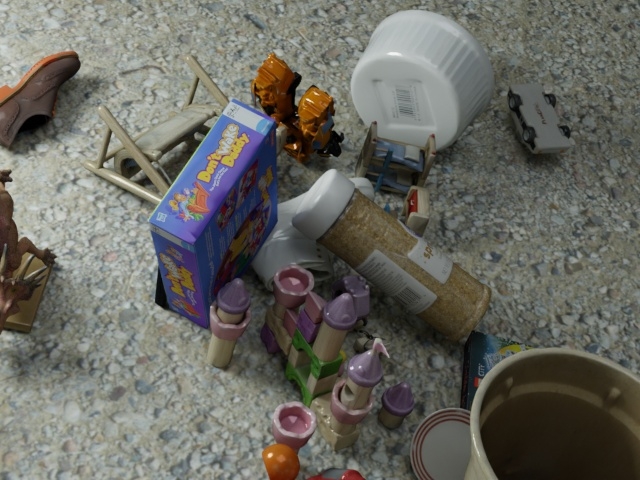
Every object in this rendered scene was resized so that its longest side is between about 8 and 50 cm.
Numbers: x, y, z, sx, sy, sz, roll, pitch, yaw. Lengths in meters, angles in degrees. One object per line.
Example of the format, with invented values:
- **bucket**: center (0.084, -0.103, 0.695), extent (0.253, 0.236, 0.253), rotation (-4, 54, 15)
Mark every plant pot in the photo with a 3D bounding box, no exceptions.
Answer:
- **plant pot**: center (0.326, 0.375, 1.639), extent (0.333, 0.305, 0.334), rotation (9, 45, -9)

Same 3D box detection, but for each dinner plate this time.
- **dinner plate**: center (0.209, 0.334, 1.812), extent (0.141, 0.017, 0.141), rotation (1, 77, -5)

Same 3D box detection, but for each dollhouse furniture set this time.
- **dollhouse furniture set**: center (0.142, -0.111, 2.187), extent (0.129, 0.129, 0.184), rotation (11, 44, -7)

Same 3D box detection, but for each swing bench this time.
- **swing bench**: center (-0.242, -0.163, 2.094), extent (0.254, 0.165, 0.253), rotation (40, 47, 13)

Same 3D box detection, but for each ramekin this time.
- **ramekin**: center (0.195, -0.306, 2.304), extent (0.277, 0.277, 0.135), rotation (27, 52, 9)

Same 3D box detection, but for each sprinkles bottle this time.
- **sprinkles bottle**: center (0.122, 0.028, 1.970), extent (0.355, 0.121, 0.121), rotation (37, 43, -11)

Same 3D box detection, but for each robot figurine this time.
- **robot figurine**: center (-0.053, -0.235, 2.165), extent (0.211, 0.291, 0.085), rotation (38, 76, 8)

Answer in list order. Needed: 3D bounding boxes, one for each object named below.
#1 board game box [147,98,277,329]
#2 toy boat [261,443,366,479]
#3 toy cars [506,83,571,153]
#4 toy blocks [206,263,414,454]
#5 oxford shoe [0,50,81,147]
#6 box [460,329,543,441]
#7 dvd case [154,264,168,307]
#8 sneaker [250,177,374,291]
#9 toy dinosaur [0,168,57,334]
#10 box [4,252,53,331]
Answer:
- **board game box**: center (-0.158, -0.031, 1.807), extent (0.078, 0.347, 0.233), rotation (28, 67, 10)
- **toy boat**: center (-0.046, 0.358, 1.618), extent (0.231, 0.151, 0.151), rotation (-23, 96, -36)
- **toy cars**: center (0.375, -0.303, 2.493), extent (0.393, 0.087, 0.176), rotation (36, 51, 13)
- **toy blocks**: center (0.015, 0.149, 1.794), extent (0.308, 0.260, 0.289), rotation (-14, 52, -29)
- **oxford shoe**: center (-0.529, -0.262, 2.160), extent (0.098, 0.097, 0.271), rotation (44, 51, -2)
- **box**: center (0.316, 0.267, 1.931), extent (0.159, 0.044, 0.233), rotation (15, 44, -3)
- **dvd case**: center (-0.194, -0.025, 1.931), extent (0.022, 0.180, 0.253), rotation (29, 53, 10)
- **sneaker**: center (0.000, 0.000, 2.058), extent (0.292, 0.108, 0.169), rotation (-22, 58, -22)
- **toy dinosaur**: center (-0.505, -0.010, 1.781), extent (0.127, 0.296, 0.200), rotation (-22, 12, -5)
- **box**: center (-0.547, 0.063, 1.865), extent (0.201, 0.021, 0.164), rotation (13, 44, -6)
